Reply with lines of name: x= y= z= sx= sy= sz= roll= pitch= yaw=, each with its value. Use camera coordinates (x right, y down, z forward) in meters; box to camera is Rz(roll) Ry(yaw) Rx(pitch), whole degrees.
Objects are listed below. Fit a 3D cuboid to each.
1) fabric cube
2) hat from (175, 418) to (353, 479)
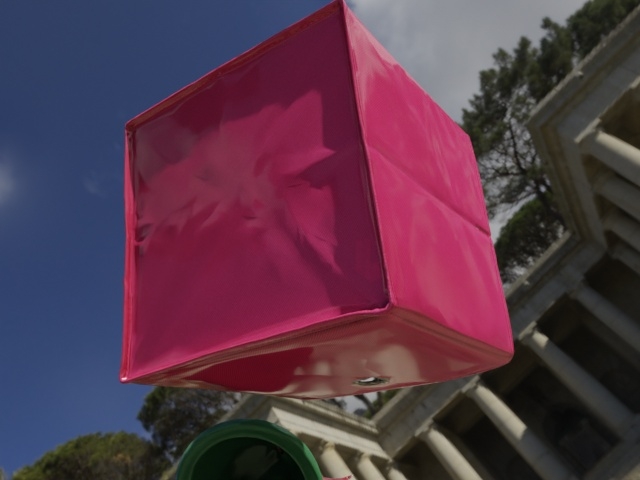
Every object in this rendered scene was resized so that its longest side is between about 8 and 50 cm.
fabric cube: x=0.000 y=0.000 z=0.554 sx=0.254 sy=0.258 sz=0.258 roll=-18 pitch=-25 yaw=28
hat: x=-0.073 y=0.292 z=0.773 sx=0.173 sy=0.183 sz=0.208 roll=-21 pitch=-83 yaw=5
